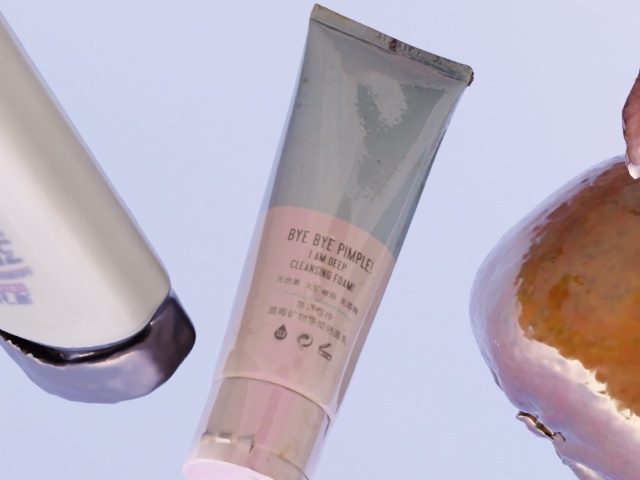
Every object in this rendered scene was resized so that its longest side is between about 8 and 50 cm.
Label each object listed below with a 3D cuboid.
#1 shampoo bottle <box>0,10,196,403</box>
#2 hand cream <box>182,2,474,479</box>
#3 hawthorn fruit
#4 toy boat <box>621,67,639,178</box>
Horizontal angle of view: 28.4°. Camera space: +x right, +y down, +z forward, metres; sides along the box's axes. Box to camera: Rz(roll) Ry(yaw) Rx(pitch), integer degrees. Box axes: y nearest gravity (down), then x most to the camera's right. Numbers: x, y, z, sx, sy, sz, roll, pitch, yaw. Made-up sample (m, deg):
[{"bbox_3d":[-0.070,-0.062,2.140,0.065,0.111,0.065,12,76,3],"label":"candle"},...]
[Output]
[{"bbox_3d":[-0.185,-0.063,0.577,0.134,0.359,0.078,1,-134,32],"label":"shampoo bottle"},{"bbox_3d":[0.000,0.000,0.728,0.111,0.070,0.312,22,-121,-4],"label":"hand cream"},{"bbox_3d":[0.275,0.050,0.990,0.268,0.268,0.301,40,-93,25],"label":"hawthorn fruit"},{"bbox_3d":[0.310,-0.107,0.655,0.206,0.282,0.096,-38,-77,-52],"label":"toy boat"}]
